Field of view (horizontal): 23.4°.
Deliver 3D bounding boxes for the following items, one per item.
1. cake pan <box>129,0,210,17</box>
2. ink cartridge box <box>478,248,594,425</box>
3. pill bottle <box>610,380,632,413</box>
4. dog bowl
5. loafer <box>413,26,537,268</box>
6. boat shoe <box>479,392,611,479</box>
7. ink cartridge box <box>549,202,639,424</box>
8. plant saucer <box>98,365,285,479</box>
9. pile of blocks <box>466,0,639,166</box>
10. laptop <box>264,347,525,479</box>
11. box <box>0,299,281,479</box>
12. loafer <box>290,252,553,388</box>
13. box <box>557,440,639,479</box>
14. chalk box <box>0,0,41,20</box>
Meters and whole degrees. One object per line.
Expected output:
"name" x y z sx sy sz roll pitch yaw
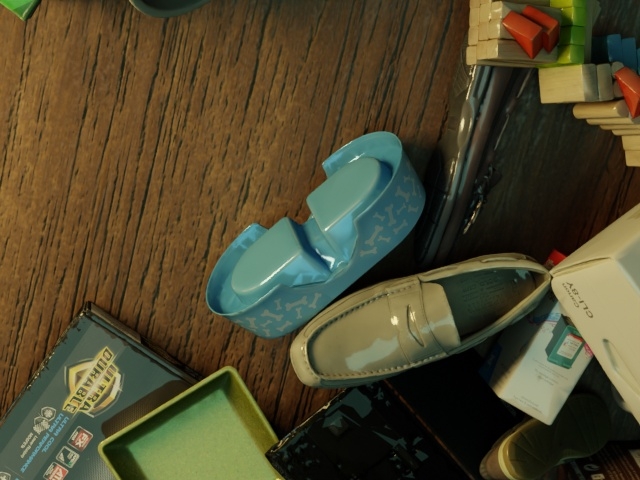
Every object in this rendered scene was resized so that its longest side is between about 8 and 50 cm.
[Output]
"cake pan" -0.124 -0.375 1.635 0.054 0.293 0.293 37 103 20
"ink cartridge box" 0.292 0.094 1.867 0.078 0.134 0.231 30 94 -9
"pill bottle" 0.527 0.184 1.909 0.301 0.169 0.169 24 104 -12
"dog bowl" 0.000 0.000 1.811 0.297 0.166 0.074 -41 117 8
"loafer" 0.188 -0.103 1.822 0.095 0.109 0.303 11 103 -13
"boat shoe" 0.278 0.246 1.917 0.073 0.223 0.080 -20 88 44
"ink cartridge box" 0.499 0.040 1.751 0.384 0.160 0.279 -35 92 -20
"plant saucer" -0.141 0.267 1.846 0.188 0.045 0.188 -31 103 -3
"pile of blocks" 0.331 -0.202 1.765 0.362 0.112 0.149 29 79 -26
"laptop" 0.099 0.236 1.897 0.264 0.136 0.234 -40 106 5
"box" -0.250 0.274 1.892 0.293 0.073 0.295 36 93 -9
"loafer" 0.118 0.086 1.772 0.319 0.111 0.112 -22 90 -18
"box" 0.397 0.379 1.958 0.167 0.168 0.203 -1 107 -6
"chalk box" -0.298 -0.411 1.640 0.179 0.180 0.289 35 100 -15
